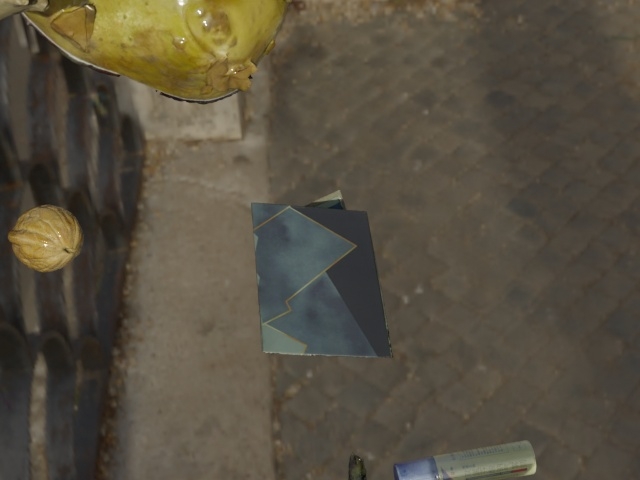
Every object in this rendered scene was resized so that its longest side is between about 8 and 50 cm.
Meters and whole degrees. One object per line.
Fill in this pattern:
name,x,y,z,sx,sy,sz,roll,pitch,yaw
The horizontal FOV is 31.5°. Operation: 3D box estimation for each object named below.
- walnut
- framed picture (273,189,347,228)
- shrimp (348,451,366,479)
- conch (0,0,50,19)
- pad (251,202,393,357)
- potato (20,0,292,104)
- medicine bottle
walnut,-0.413,-0.004,1.703,0.124,0.105,0.105,15,41,43
framed picture,0.000,0.000,1.554,0.011,0.109,0.149,-14,8,39
shrimp,0.002,0.431,1.444,0.272,0.085,0.445,32,35,-14
conch,-0.338,-0.298,0.954,0.324,0.186,0.263,13,17,-2
pad,-0.003,0.046,1.438,0.164,0.004,0.243,3,49,-13
potato,-0.169,-0.303,1.212,0.300,0.196,0.246,21,57,-17
medicine bottle,0.239,0.379,1.889,0.231,0.059,0.059,-9,40,-6
